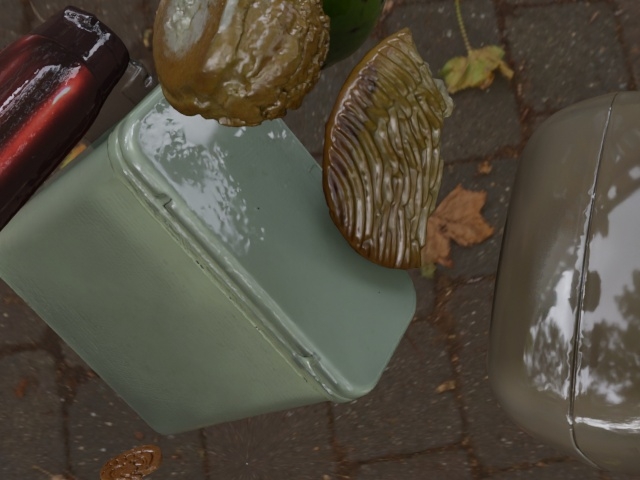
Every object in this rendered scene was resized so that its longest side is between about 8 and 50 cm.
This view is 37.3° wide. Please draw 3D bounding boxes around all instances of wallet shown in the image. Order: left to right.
[{"bbox_3d":[-0.249,-0.166,1.169,0.118,0.039,0.152,-46,120,-2],"label":"wallet"}]

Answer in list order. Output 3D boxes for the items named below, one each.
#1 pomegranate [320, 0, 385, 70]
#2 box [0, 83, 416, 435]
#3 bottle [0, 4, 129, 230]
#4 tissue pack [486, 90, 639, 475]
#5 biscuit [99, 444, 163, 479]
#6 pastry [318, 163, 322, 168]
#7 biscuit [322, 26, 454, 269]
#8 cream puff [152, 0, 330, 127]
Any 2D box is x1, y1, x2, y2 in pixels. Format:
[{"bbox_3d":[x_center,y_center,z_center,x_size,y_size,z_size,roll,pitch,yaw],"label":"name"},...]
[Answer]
[{"bbox_3d":[-0.029,-0.344,1.200,0.260,0.260,0.341,37,39,5],"label":"pomegranate"},{"bbox_3d":[-0.142,0.033,1.023,0.352,0.344,0.177,49,46,-17],"label":"box"},{"bbox_3d":[-0.150,-0.044,0.441,0.060,0.060,0.164,30,59,3],"label":"bottle"},{"bbox_3d":[0.320,0.046,1.009,0.277,0.267,0.387,2,73,28],"label":"tissue pack"},{"bbox_3d":[-0.267,0.319,1.343,0.091,0.078,0.015,-22,113,-12],"label":"biscuit"},{"bbox_3d":[0.000,0.000,1.790,0.329,0.136,0.330,20,50,-26],"label":"pastry"},{"bbox_3d":[0.076,-0.075,0.924,0.176,0.031,0.228,-38,123,-19],"label":"biscuit"},{"bbox_3d":[-0.049,-0.138,0.647,0.103,0.144,0.126,14,97,-31],"label":"cream puff"}]
